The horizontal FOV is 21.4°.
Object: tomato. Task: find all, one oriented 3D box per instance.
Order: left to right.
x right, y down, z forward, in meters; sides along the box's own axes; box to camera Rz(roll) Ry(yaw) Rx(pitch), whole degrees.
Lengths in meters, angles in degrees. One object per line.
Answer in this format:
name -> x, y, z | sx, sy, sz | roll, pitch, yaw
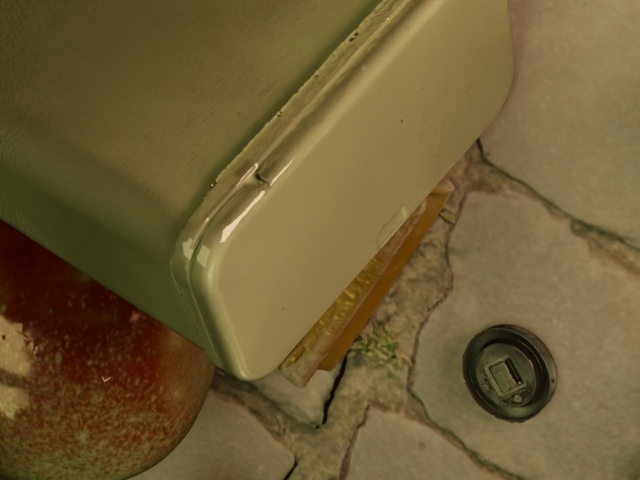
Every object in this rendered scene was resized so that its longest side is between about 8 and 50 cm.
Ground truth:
tomato -> -0.210, 0.068, 1.491 | 0.239, 0.303, 0.303 | -3, 108, -2

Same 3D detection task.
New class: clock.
clock -> 0.158, 0.111, 1.416 | 0.085, 0.017, 0.085 | 12, 112, 32

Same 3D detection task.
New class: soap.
soap -> 0.000, 0.000, 1.455 | 0.140, 0.073, 0.232 | 44, 126, 18

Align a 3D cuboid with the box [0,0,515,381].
box -> -0.089, -0.125, 1.301 | 0.344, 0.352, 0.177 | 29, 154, 27
